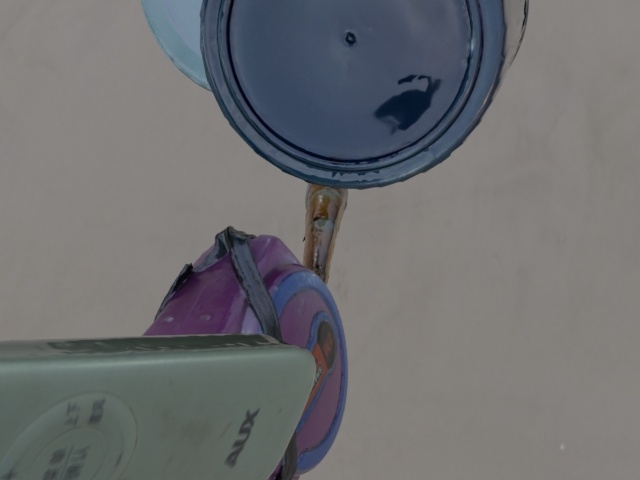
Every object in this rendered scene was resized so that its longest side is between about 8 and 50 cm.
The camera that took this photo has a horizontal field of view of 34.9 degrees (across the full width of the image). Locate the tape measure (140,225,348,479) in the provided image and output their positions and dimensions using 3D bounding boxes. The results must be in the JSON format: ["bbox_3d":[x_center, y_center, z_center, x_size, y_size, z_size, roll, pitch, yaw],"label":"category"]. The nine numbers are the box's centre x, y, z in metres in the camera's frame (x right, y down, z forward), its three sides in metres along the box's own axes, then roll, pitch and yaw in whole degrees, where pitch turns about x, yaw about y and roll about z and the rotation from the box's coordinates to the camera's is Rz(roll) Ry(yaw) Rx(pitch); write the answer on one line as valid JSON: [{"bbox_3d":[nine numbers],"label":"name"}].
[{"bbox_3d":[-0.077,0.118,0.995,0.149,0.245,0.231,-6,31,24],"label":"tape measure"}]

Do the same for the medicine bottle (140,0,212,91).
[{"bbox_3d":[-0.024,-0.286,1.097,0.245,0.245,0.290,18,20,14],"label":"medicine bottle"}]

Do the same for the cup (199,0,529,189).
[{"bbox_3d":[0.007,-0.095,0.404,0.150,0.113,0.138,25,21,3],"label":"cup"}]

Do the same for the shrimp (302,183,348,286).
[{"bbox_3d":[0.000,0.000,1.313,0.054,0.222,0.290,7,35,-1],"label":"shrimp"}]

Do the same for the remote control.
[{"bbox_3d":[-0.117,0.072,0.362,0.038,0.309,0.090,36,108,35],"label":"remote control"}]
